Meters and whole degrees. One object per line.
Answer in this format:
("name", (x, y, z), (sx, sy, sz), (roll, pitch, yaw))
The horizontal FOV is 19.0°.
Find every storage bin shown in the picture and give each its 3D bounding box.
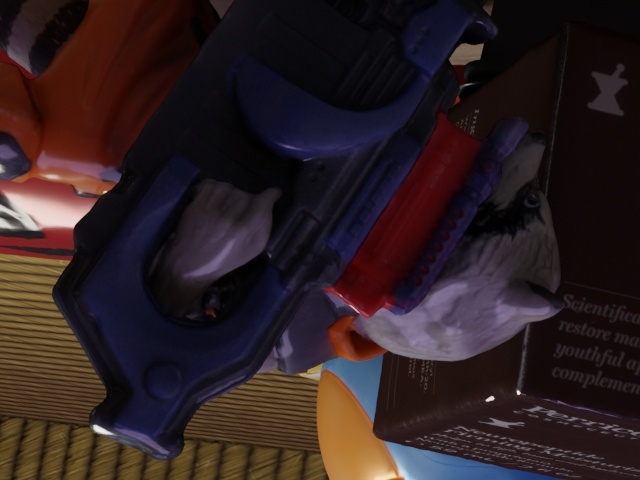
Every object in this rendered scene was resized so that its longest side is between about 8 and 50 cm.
("storage bin", (0.146, -0.101, 0.958), (0.135, 0.091, 0.098), (6, 167, 16))

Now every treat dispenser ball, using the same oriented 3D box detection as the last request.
("treat dispenser ball", (0.139, 0.138, 1.550), (0.288, 0.288, 0.288), (9, 167, 2))

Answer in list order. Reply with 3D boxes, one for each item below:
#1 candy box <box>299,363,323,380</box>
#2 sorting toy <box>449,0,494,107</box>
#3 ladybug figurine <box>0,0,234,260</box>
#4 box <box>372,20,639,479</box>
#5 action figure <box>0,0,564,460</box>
("candy box", (0.074, 0.095, 1.811), (0.186, 0.109, 0.053), (18, 164, -31))
("sorting toy", (0.188, -0.085, 1.106), (0.307, 0.041, 0.229), (0, 164, 35))
("ladybug figurine", (-0.121, -0.072, 1.032), (0.305, 0.162, 0.449), (11, 174, -38))
("box", (0.140, 0.019, 0.898), (0.168, 0.167, 0.203), (13, 166, -13))
("action figure", (-0.025, -0.086, 0.765), (0.330, 0.341, 0.178), (40, 165, 8))
